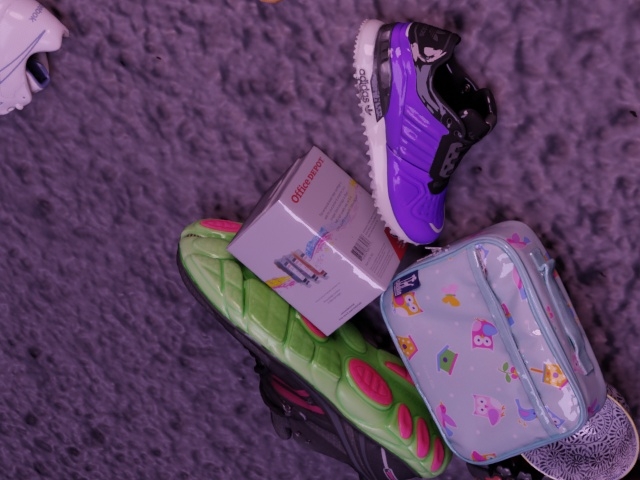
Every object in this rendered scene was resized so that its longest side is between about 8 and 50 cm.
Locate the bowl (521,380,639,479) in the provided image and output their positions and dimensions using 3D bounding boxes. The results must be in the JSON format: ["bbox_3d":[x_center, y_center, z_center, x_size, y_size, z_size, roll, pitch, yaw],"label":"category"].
[{"bbox_3d":[0.336,0.228,1.742,0.170,0.080,0.170,13,124,20],"label":"bowl"}]

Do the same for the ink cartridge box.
[{"bbox_3d":[0.000,0.000,1.689,0.176,0.128,0.127,42,131,-9],"label":"ink cartridge box"}]

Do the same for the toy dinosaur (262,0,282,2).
[{"bbox_3d":[-0.027,-0.317,1.498,0.212,0.064,0.112,33,131,-3],"label":"toy dinosaur"}]

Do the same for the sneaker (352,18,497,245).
[{"bbox_3d":[0.134,-0.117,1.554,0.146,0.102,0.293,1,126,23],"label":"sneaker"}]

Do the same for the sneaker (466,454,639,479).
[{"bbox_3d":[0.330,0.348,1.830,0.276,0.097,0.135,11,127,15],"label":"sneaker"}]

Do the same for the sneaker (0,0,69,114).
[{"bbox_3d":[-0.428,-0.205,1.743,0.129,0.111,0.297,33,133,-10],"label":"sneaker"}]

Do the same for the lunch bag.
[{"bbox_3d":[0.212,0.122,1.649,0.224,0.108,0.279,-26,90,39],"label":"lunch bag"}]

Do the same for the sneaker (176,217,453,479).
[{"bbox_3d":[-0.031,0.172,1.802,0.202,0.185,0.483,-34,106,35],"label":"sneaker"}]
